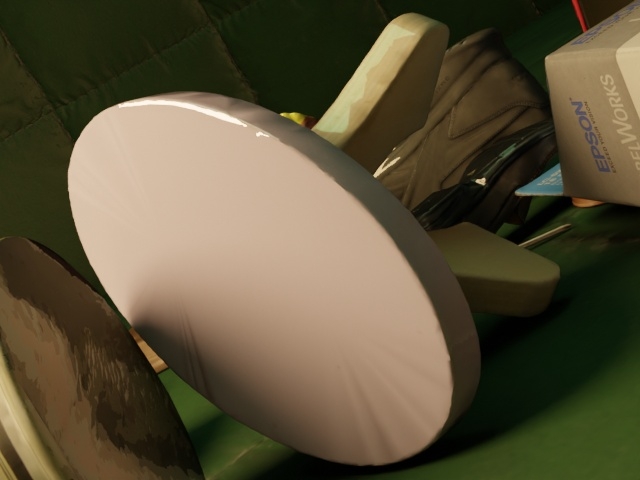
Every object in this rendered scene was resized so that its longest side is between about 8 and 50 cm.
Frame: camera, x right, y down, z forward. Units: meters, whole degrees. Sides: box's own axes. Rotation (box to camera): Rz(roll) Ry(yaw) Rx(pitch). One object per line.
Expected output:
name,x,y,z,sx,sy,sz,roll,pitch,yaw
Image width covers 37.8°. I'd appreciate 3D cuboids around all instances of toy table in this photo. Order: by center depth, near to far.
toy table,0.000,0.000,0.555,0.161,0.274,0.252,-25,-32,-48

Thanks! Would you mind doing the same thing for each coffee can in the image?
coffee can,-0.221,0.153,0.479,0.275,0.201,0.201,-30,8,2

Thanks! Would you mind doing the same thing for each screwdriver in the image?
screwdriver,0.108,0.025,0.701,0.170,0.024,0.025,-24,-20,8

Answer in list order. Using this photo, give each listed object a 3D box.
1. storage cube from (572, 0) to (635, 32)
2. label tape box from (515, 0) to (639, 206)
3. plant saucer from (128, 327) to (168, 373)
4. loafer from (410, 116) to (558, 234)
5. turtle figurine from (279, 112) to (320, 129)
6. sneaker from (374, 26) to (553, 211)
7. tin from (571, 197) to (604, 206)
storage cube,0.330,-0.258,0.886,0.184,0.215,0.193,-19,11,19
label tape box,0.262,-0.117,0.521,0.240,0.106,0.334,-33,16,-13
plant saucer,-0.159,0.093,1.179,0.278,0.041,0.278,-31,7,4
loafer,0.141,-0.037,0.740,0.170,0.061,0.062,-38,8,-12
turtle figurine,-0.030,-0.005,0.884,0.087,0.217,0.269,6,-9,-9
sneaker,0.109,-0.056,0.869,0.109,0.130,0.286,-33,-15,-41
tin,0.269,-0.085,0.701,0.190,0.040,0.106,-28,4,20
